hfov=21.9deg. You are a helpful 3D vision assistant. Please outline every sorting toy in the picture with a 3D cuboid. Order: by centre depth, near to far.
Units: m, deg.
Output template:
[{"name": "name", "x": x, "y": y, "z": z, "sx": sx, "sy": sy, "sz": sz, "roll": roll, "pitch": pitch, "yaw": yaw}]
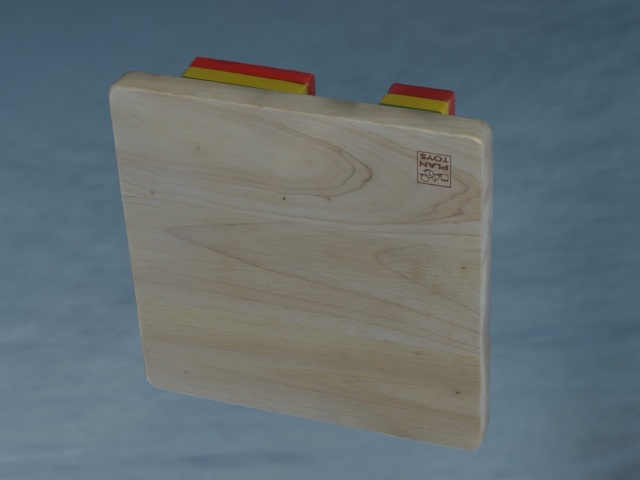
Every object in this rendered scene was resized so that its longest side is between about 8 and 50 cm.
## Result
[{"name": "sorting toy", "x": 0.000, "y": 0.000, "z": 1.149, "sx": 0.257, "sy": 0.089, "sz": 0.255, "roll": 9, "pitch": 126, "yaw": 18}]
